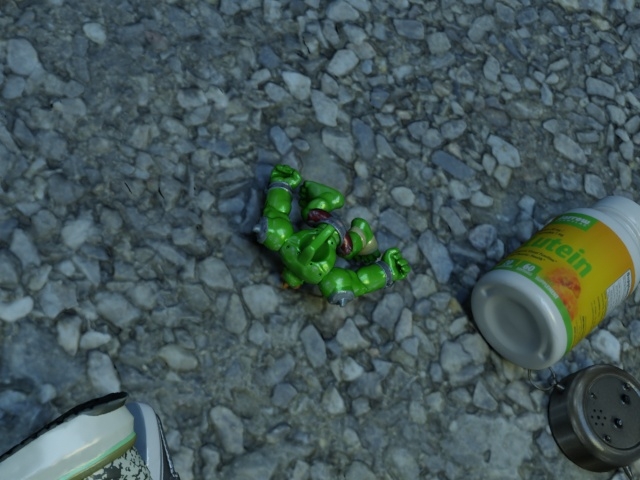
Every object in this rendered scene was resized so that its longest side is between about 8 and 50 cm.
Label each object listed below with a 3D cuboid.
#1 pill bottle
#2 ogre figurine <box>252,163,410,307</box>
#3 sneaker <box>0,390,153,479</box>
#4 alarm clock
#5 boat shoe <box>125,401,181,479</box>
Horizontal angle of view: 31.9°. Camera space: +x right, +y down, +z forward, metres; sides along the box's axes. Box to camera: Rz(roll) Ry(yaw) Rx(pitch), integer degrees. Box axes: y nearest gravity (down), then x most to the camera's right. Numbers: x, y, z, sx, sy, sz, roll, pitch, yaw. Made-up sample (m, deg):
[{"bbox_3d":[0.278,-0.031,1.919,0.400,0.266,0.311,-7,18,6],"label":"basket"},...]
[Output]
[{"bbox_3d":[0.315,0.043,1.409,0.245,0.136,0.136,-35,86,-32],"label":"pill bottle"},{"bbox_3d":[0.000,0.000,1.309,0.197,0.097,0.118,54,46,-9],"label":"ogre figurine"},{"bbox_3d":[-0.297,0.312,0.985,0.410,0.158,0.182,-36,90,-19],"label":"sneaker"},{"bbox_3d":[0.338,0.210,1.396,0.192,0.064,0.129,32,59,-5],"label":"alarm clock"},{"bbox_3d":[-0.163,0.278,1.130,0.076,0.080,0.229,13,58,-43],"label":"boat shoe"}]
